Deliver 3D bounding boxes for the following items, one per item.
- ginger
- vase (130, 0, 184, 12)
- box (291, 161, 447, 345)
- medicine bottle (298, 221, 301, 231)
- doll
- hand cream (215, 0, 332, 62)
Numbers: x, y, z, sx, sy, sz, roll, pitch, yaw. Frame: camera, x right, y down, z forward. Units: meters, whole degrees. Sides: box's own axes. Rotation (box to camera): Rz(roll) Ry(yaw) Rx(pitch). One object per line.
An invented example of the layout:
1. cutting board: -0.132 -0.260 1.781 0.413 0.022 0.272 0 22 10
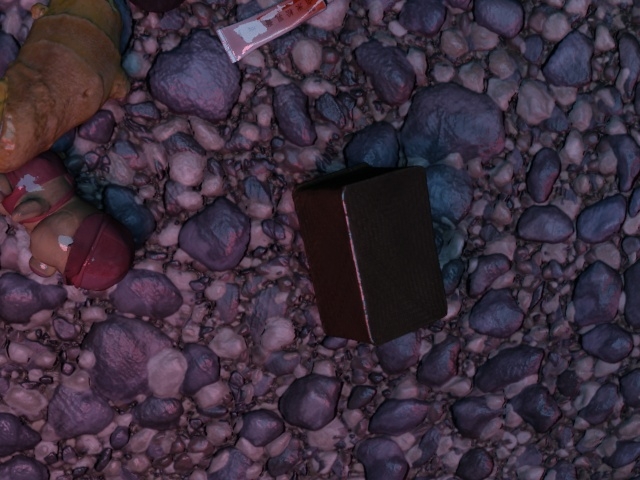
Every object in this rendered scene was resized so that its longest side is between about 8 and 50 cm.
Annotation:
1. ginger: -0.411 -0.240 1.304 0.190 0.126 0.354 44 63 -23
2. vase: -0.255 -0.414 1.308 0.120 0.183 0.120 -1 100 -7
3. box: 0.087 0.017 1.423 0.184 0.143 0.273 -20 104 -34
4. medicine bottle: 0.000 0.000 1.482 0.058 0.058 0.091 -16 102 -5
5. doll: -0.415 -0.021 1.359 0.256 0.196 0.152 44 110 -6
6. hand cream: -0.066 -0.372 1.423 0.216 0.038 0.052 -27 75 1
